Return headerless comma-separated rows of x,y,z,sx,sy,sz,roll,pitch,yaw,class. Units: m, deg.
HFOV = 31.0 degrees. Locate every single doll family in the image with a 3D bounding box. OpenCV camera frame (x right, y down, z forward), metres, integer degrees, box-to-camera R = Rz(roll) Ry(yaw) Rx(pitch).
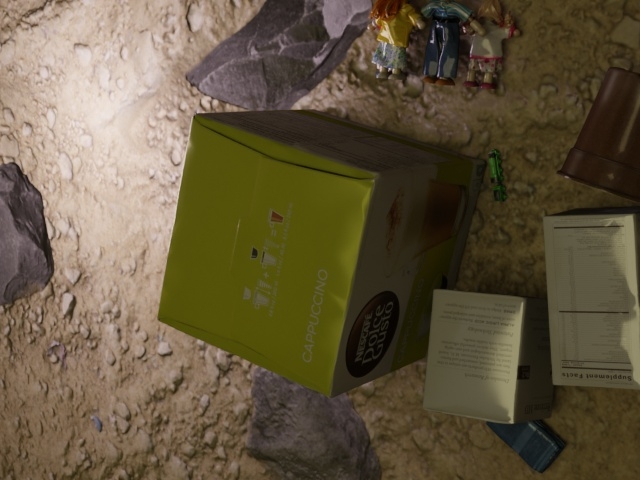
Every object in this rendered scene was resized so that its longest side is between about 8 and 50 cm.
0.164,-0.323,1.758,0.263,0.118,0.163,12,103,32,doll family

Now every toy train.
0.270,-0.099,1.776,0.017,0.023,0.083,-8,92,34,toy train

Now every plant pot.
0.432,-0.143,1.589,0.167,0.167,0.165,23,101,29,plant pot

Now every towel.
0.318,0.301,1.797,0.119,0.029,0.067,42,117,21,towel

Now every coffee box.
0.000,0.000,1.783,0.338,0.334,0.338,21,108,30,coffee box

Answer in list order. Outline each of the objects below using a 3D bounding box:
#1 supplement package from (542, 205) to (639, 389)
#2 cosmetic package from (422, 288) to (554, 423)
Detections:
0.409,0.078,1.641,0.139,0.134,0.244,0,96,34,supplement package
0.258,0.171,1.728,0.151,0.151,0.184,4,88,33,cosmetic package
